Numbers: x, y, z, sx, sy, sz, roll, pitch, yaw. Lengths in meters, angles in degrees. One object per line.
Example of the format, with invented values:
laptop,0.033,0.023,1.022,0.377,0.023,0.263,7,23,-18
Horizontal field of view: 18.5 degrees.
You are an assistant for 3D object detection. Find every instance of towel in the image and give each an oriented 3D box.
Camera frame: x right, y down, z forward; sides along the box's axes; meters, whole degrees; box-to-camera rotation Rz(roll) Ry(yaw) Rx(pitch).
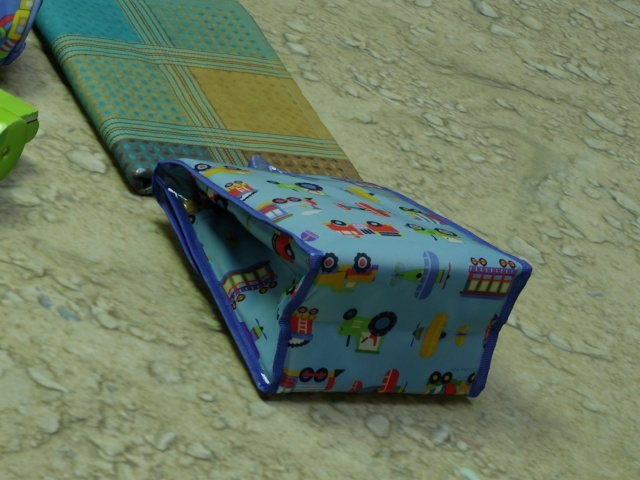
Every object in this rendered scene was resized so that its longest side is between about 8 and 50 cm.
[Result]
towel,-0.131,-0.148,1.953,0.271,0.040,0.370,5,34,-31

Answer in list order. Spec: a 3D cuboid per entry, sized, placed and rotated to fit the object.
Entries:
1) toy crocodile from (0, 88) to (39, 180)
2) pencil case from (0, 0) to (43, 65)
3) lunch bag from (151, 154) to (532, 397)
toy crocodile,-0.331,-0.065,1.581,0.115,0.105,0.340,27,22,8
pencil case,-0.408,-0.244,1.810,0.306,0.119,0.133,13,71,-21
lunch bag,0.000,0.000,1.689,0.221,0.138,0.293,4,28,-33
